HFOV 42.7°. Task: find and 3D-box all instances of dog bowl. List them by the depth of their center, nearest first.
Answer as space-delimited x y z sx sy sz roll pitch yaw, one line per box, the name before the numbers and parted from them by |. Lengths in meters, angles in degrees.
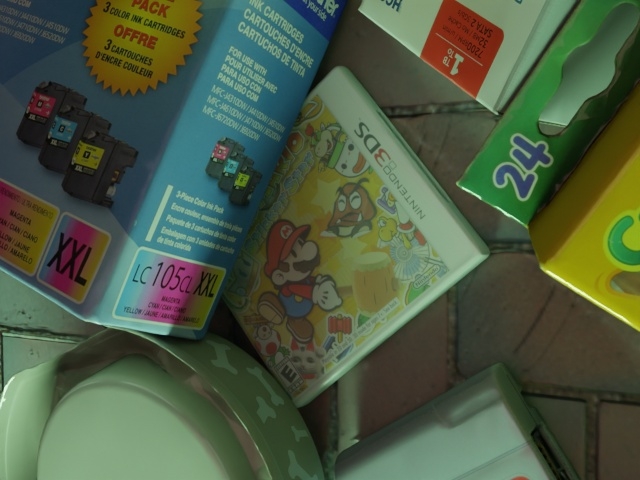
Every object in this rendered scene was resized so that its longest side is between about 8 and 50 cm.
dog bowl | -0.147 0.235 0.750 0.349 0.102 0.348 5 100 30

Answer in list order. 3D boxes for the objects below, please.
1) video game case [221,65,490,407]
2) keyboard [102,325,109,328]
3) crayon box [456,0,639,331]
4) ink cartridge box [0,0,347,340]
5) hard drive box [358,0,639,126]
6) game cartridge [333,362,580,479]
video game case | 0.000 0.000 0.715 0.227 0.026 0.206 -43 71 25
keyboard | -0.186 0.013 0.812 0.108 0.023 0.180 32 113 35
crayon box | 0.265 -0.018 0.451 0.323 0.083 0.203 31 109 -2
ink cartridge box | -0.160 -0.152 0.704 0.270 0.151 0.395 24 89 28
hard drive box | 0.142 -0.217 0.531 0.181 0.089 0.232 50 128 45
game cartridge | 0.137 0.268 0.634 0.196 0.060 0.294 -38 73 30
